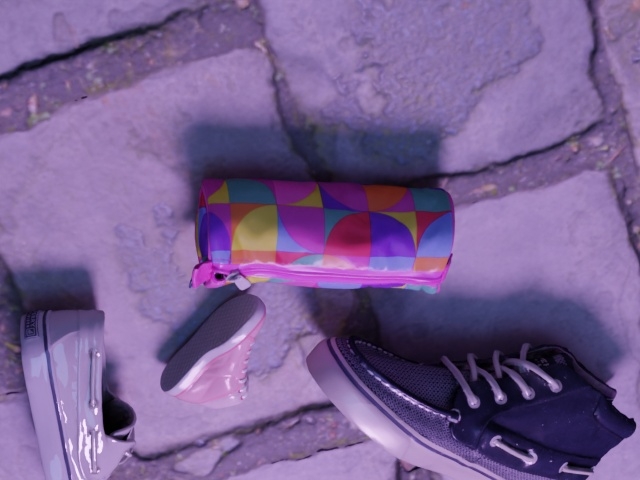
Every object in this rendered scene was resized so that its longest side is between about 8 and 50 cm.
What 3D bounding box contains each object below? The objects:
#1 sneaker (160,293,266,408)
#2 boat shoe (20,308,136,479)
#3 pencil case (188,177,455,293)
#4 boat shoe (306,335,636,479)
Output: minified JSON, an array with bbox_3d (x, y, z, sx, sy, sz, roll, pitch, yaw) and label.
[{"bbox_3d":[-0.081,0.106,1.749,0.070,0.051,0.134,31,118,-30],"label":"sneaker"},{"bbox_3d":[-0.212,0.174,1.752,0.088,0.096,0.268,-7,119,0],"label":"boat shoe"},{"bbox_3d":[0.000,0.000,1.657,0.236,0.104,0.104,-1,126,-11],"label":"pencil case"},{"bbox_3d":[0.149,0.141,1.786,0.340,0.127,0.158,32,108,-37],"label":"boat shoe"}]
